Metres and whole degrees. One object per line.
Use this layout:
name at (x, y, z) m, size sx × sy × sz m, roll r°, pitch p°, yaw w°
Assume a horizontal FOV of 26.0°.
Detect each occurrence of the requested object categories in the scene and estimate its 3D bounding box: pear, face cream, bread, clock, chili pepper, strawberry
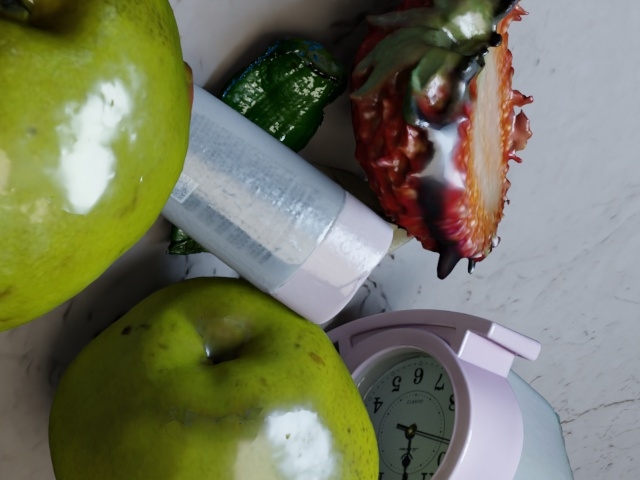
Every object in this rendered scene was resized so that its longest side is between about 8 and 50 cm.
pear at (-0.249, -0.065, 0.912) m, size 0.287 × 0.287 × 0.375 m, roll 9°, pitch 147°, yaw -36°
face cream at (-0.072, -0.041, 1.099) m, size 0.269 × 0.073 × 0.107 m, roll 36°, pitch 99°, yaw -21°
bread at (0.003, 0.017, 1.244) m, size 0.077 × 0.105 × 0.152 m, roll 15°, pitch 116°, yaw -31°
clock at (0.051, 0.207, 1.318) m, size 0.080 × 0.290 × 0.275 m, roll 27°, pitch 68°, yaw -40°
chili pepper at (-0.061, -0.070, 1.163) m, size 0.098 × 0.061 × 0.224 m, roll 18°, pitch 119°, yaw -28°
pear at (-0.093, 0.181, 1.210) m, size 0.294 × 0.294 × 0.294 m, roll -17°, pitch 133°, yaw -19°
strawberry at (0.093, -0.085, 1.175) m, size 0.306 × 0.138 × 0.233 m, roll 80°, pitch 28°, yaw -56°

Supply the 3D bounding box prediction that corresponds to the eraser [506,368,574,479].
eraser at (0.138, 0.261, 1.423) m, size 0.331 × 0.331 × 0.150 m, roll -44°, pitch 119°, yaw 8°
